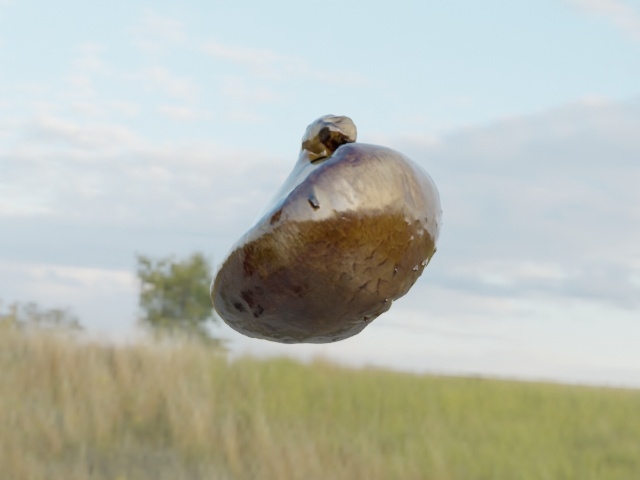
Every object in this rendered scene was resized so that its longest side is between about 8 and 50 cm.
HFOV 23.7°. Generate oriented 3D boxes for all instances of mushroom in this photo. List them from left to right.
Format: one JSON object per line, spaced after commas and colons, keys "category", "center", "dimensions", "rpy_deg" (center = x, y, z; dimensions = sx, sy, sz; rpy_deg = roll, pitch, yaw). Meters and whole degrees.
{"category": "mushroom", "center": [0.012, 0.009, 1.209], "dimensions": [0.138, 0.194, 0.231], "rpy_deg": [32, 9, 6]}
